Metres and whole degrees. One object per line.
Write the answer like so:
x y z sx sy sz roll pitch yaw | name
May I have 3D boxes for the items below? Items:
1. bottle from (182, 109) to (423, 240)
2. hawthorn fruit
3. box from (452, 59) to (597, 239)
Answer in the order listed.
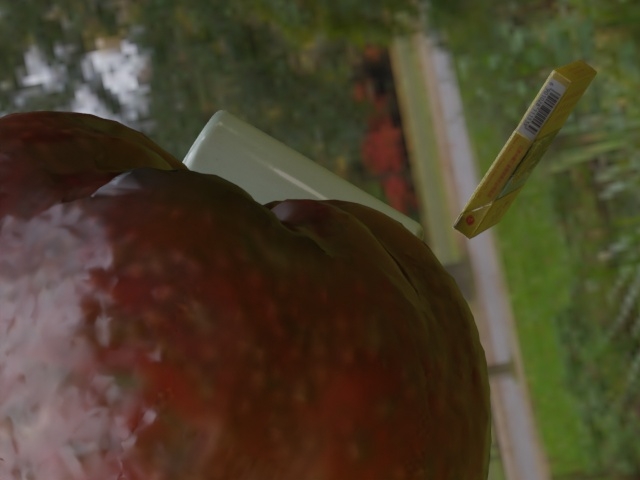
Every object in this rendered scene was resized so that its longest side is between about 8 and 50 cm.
0.000 0.000 1.512 0.104 0.245 0.104 -60 0 1 | bottle
-0.104 0.136 1.117 0.403 0.403 0.402 -11 -90 -88 | hawthorn fruit
0.165 -0.074 1.557 0.155 0.023 0.087 -58 -10 21 | box
